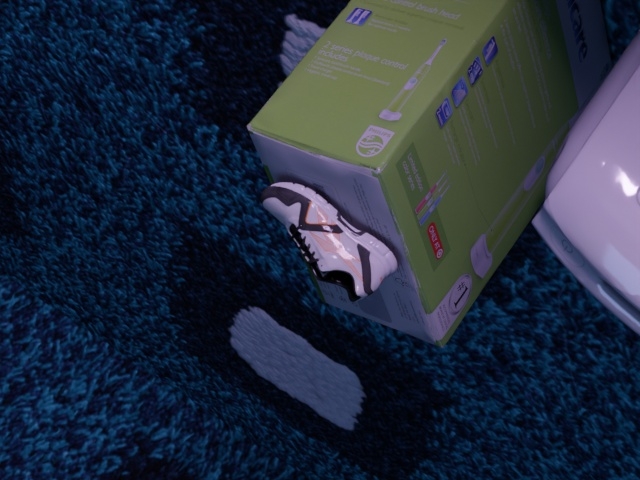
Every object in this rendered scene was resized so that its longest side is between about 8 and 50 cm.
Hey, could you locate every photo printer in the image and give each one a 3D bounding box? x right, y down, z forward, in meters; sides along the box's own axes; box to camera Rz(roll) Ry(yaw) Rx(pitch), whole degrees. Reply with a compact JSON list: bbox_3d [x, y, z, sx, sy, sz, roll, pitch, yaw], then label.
[{"bbox_3d":[0.296,-0.046,1.078,0.256,0.307,0.107,34,155,5],"label":"photo printer"}]

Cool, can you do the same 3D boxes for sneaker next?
[{"bbox_3d":[0.000,0.000,1.186,0.109,0.044,0.040,35,157,10],"label":"sneaker"}]

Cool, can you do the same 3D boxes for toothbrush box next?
[{"bbox_3d":[0.095,-0.098,1.279,0.122,0.283,0.206,21,151,33],"label":"toothbrush box"}]
